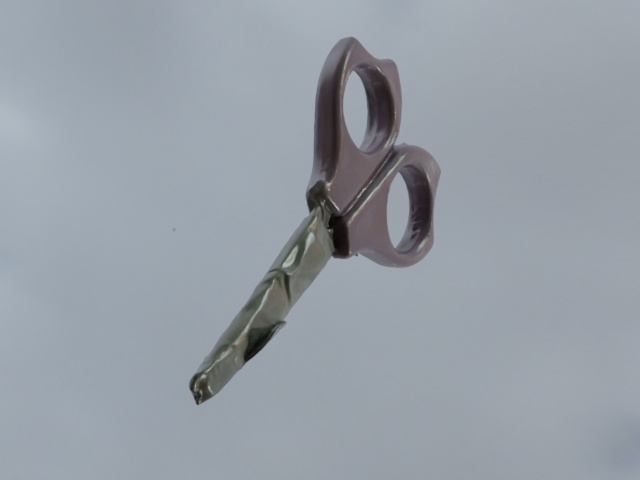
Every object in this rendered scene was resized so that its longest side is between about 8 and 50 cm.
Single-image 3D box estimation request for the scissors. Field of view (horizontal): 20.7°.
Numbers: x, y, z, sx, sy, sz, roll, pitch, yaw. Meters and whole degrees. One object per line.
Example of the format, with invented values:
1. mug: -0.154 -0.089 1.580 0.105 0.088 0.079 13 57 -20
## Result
1. scissors: 0.000 0.000 0.723 0.021 0.212 0.110 -7 -61 30
